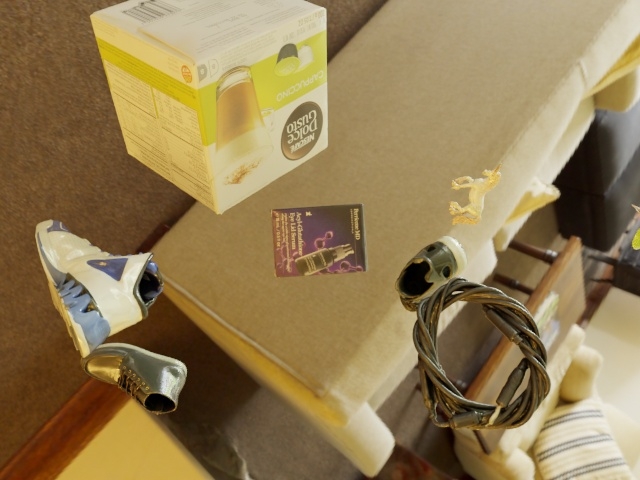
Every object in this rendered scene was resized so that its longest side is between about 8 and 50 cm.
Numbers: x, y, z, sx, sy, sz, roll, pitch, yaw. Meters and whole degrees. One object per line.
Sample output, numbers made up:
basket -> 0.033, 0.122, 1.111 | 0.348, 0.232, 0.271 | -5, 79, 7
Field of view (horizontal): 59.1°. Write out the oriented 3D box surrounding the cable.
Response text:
cable -> 0.189, 0.129, 0.674 | 0.047, 0.150, 0.185 | 45, 38, -62

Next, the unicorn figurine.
unicorn figurine -> 0.366, -0.114, 1.342 | 0.060, 0.111, 0.162 | -36, 132, -60

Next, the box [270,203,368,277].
box -> 0.000, 0.000, 1.264 | 0.108, 0.206, 0.153 | 1, 84, -86

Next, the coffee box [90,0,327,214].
coffee box -> -0.214, -0.324, 1.202 | 0.337, 0.338, 0.335 | -36, 143, -32

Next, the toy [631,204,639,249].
toy -> 0.416, 0.059, 0.559 | 0.136, 0.237, 0.056 | 25, 108, -43

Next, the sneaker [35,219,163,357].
sneaker -> -0.396, 0.072, 1.040 | 0.182, 0.315, 0.128 | -19, 132, -30

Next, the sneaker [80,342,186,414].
sneaker -> -0.396, 0.287, 1.178 | 0.221, 0.118, 0.083 | 12, 112, -10

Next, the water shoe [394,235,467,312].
water shoe -> 0.137, 0.057, 0.822 | 0.080, 0.073, 0.203 | -23, 158, -22
